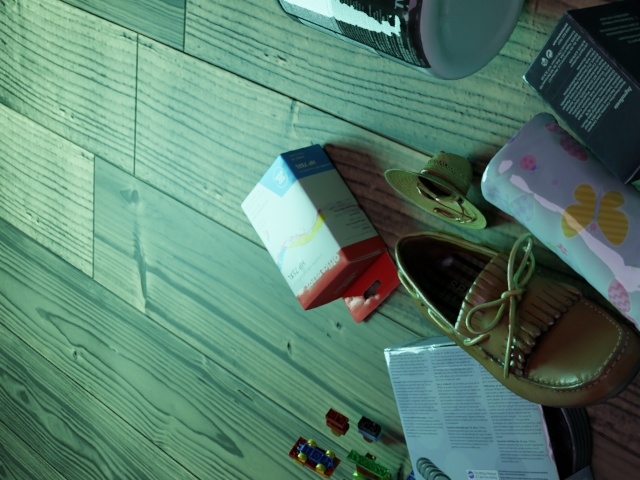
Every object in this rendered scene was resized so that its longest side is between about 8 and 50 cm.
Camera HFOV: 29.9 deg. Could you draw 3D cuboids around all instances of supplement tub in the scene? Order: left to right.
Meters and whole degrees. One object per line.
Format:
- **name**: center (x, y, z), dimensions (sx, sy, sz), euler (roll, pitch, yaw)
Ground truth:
- **supplement tub**: center (0.066, -0.319, 1.387), dimensions (0.316, 0.193, 0.194), euler (31, 124, 39)

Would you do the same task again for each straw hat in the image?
- **straw hat**: center (0.154, -0.075, 1.466), dimensions (0.144, 0.144, 0.061), euler (18, 75, 44)

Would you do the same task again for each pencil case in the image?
- **pencil case**: center (0.292, -0.011, 1.236), dimensions (0.113, 0.124, 0.273), euler (-46, 65, 2)

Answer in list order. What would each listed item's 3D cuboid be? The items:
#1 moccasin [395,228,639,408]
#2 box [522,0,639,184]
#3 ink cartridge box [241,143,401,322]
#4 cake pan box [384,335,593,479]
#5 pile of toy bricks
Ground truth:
- **moccasin**: center (0.209, 0.071, 1.340), dimensions (0.147, 0.139, 0.380), euler (45, 178, -32)
- **box**: center (0.316, -0.154, 1.191), dimensions (0.158, 0.156, 0.093), euler (51, 136, 23)
- **ink cartridge box**: center (0.000, 0.000, 1.659), dimensions (0.231, 0.078, 0.134), euler (58, 137, 16)
- **cake pan box**: center (0.214, 0.238, 1.512), dimensions (0.267, 0.070, 0.246), euler (-12, 96, 50)
- **pile of toy bricks**: center (0.068, 0.337, 1.700), dimensions (0.212, 0.118, 0.105), euler (28, 153, 21)
